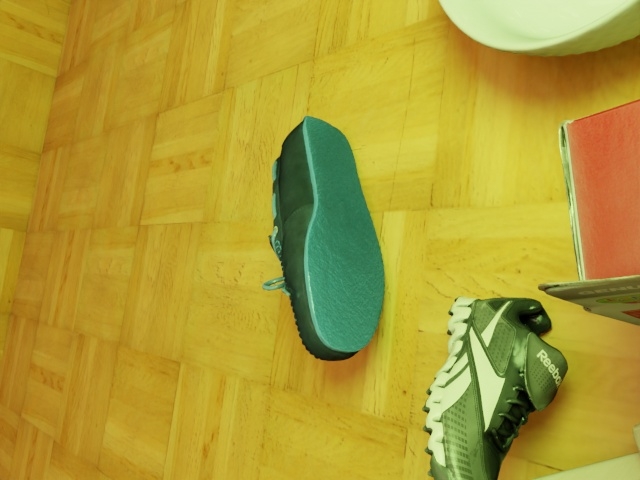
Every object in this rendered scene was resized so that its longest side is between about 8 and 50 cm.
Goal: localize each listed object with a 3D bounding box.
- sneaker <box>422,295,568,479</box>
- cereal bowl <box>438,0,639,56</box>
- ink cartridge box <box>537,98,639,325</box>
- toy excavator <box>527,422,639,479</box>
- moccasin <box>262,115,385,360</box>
[{"bbox_3d":[0.155,0.126,0.497,0.106,0.078,0.234,-16,29,31],"label":"sneaker"},{"bbox_3d":[0.249,-0.328,0.500,0.339,0.141,0.339,7,98,61],"label":"cereal bowl"},{"bbox_3d":[0.306,-0.033,0.295,0.309,0.272,0.130,-15,69,43],"label":"ink cartridge box"},{"bbox_3d":[0.107,0.352,0.472,0.433,0.222,0.445,-4,68,45],"label":"toy excavator"},{"bbox_3d":[0.000,0.000,0.738,0.117,0.138,0.342,-38,40,39],"label":"moccasin"}]
